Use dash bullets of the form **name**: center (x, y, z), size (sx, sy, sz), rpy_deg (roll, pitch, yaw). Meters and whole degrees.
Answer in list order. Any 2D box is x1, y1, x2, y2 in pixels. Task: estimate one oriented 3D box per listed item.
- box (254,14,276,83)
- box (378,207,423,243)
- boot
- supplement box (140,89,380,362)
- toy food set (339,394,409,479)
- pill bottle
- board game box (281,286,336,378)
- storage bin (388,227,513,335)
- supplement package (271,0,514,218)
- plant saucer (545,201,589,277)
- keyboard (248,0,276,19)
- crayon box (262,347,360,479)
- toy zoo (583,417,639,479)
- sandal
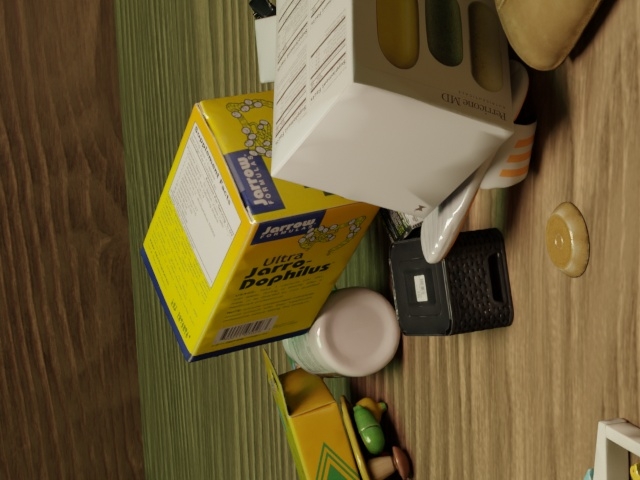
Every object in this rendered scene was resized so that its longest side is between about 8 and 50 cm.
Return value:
- **box**: center (0.012, -0.267, 1.983), size (0.130, 0.170, 0.091), rpy_deg (-166, 69, -70)
- **box**: center (0.085, -0.092, 1.882), size (0.184, 0.045, 0.190), rpy_deg (101, 145, -82)
- **boot**: center (0.231, -0.331, 1.431), size (0.269, 0.089, 0.236), rpy_deg (122, 138, -64)
- **supplement box**: center (-0.087, -0.019, 1.946), size (0.194, 0.195, 0.356), rpy_deg (64, 150, 24)
- **toy food set**: center (0.092, 0.319, 2.159), size (0.128, 0.071, 0.218), rpy_deg (67, -175, -56)
- **pill bottle**: center (0.022, 0.140, 2.177), size (0.229, 0.131, 0.131), rpy_deg (162, 100, -72)
- **board game box**: center (-0.051, 0.060, 2.502), size (0.213, 0.046, 0.317), rpy_deg (102, 154, -44)
- **storage bin**: center (0.158, 0.053, 1.806), size (0.180, 0.084, 0.122), rpy_deg (169, 94, -73)
- **supplement package**: center (0.076, -0.201, 1.617), size (0.198, 0.199, 0.262), rpy_deg (-46, 36, 50)
- **plant saucer**: center (0.264, 0.000, 1.575), size (0.083, 0.015, 0.083), rpy_deg (173, 90, -72)
- **keyboard**: center (-0.071, -0.337, 2.249), size (0.201, 0.033, 0.317), rpy_deg (59, 177, -21)
- **crayon box**: center (-0.001, 0.327, 2.259), size (0.202, 0.081, 0.318), rpy_deg (-129, 22, -73)
- **toy zoo**: center (0.339, 0.295, 1.438), size (0.293, 0.030, 0.192), rpy_deg (-155, 59, -69)
- **sandal**: center (0.191, -0.085, 1.654), size (0.102, 0.076, 0.265), rpy_deg (-105, 32, -53)
